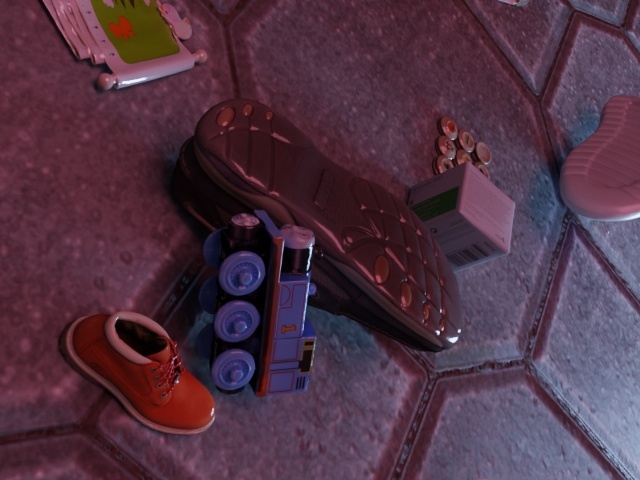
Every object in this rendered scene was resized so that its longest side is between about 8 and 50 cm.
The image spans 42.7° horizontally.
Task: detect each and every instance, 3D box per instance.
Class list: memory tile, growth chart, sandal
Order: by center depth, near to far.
[{"bbox_3d":[-0.223,-0.262,0.831,0.237,0.021,0.172,57,43,-10],"label":"growth chart"},{"bbox_3d":[0.203,-0.100,1.172,0.113,0.012,0.148,33,52,-30],"label":"memory tile"},{"bbox_3d":[0.506,-0.119,1.352,0.416,0.169,0.102,-45,145,-45],"label":"sandal"}]

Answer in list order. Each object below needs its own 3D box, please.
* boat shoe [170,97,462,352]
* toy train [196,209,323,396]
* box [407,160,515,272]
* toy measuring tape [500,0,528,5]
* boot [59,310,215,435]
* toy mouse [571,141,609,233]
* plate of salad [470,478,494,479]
[{"bbox_3d":[0.000,0.000,0.855,0.355,0.130,0.132,41,45,-16],"label":"boat shoe"},{"bbox_3d":[-0.055,0.060,0.759,0.105,0.080,0.184,-3,114,-23],"label":"toy train"},{"bbox_3d":[0.177,-0.027,1.052,0.102,0.101,0.087,37,50,-27],"label":"box"},{"bbox_3d":[0.269,-0.450,1.314,0.330,0.121,0.121,2,71,-43],"label":"toy measuring tape"},{"bbox_3d":[-0.140,0.115,0.703,0.158,0.085,0.059,41,47,-26],"label":"boot"},{"bbox_3d":[0.456,-0.108,1.403,0.143,0.031,0.161,48,46,-18],"label":"toy mouse"},{"bbox_3d":[0.202,0.377,0.942,0.200,0.048,0.199,22,50,-28],"label":"plate of salad"}]
